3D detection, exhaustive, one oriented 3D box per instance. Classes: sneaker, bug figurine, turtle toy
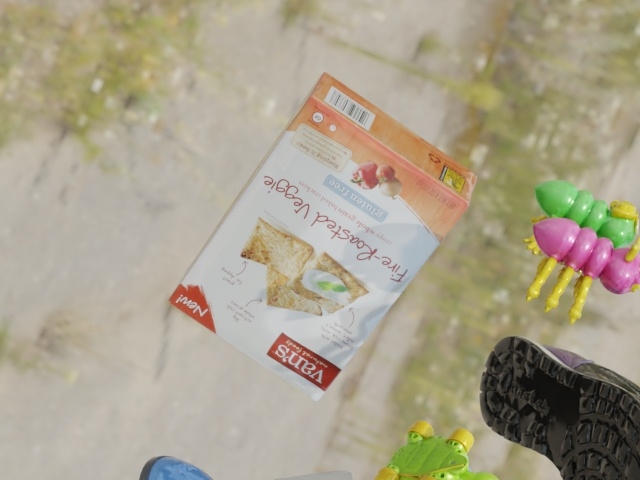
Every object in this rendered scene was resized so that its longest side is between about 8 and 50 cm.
[{"bbox_3d":[-0.079,0.257,1.676,0.209,0.082,0.069,49,51,-35],"label":"sneaker"},{"bbox_3d":[0.259,0.025,1.449,0.279,0.216,0.072,-63,177,-71],"label":"bug figurine"},{"bbox_3d":[0.121,0.238,1.873,0.095,0.130,0.066,-49,132,-36],"label":"turtle toy"},{"bbox_3d":[0.247,0.156,1.485,0.283,0.124,0.107,46,-60,57],"label":"sneaker"}]

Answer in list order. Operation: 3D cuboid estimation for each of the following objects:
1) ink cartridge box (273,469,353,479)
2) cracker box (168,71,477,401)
[{"bbox_3d":[0.002,0.361,1.906,0.153,0.086,0.208,-100,-174,-68],"label":"ink cartridge box"},{"bbox_3d":[0.000,0.000,1.548,0.232,0.155,0.067,-54,-175,27],"label":"cracker box"}]
